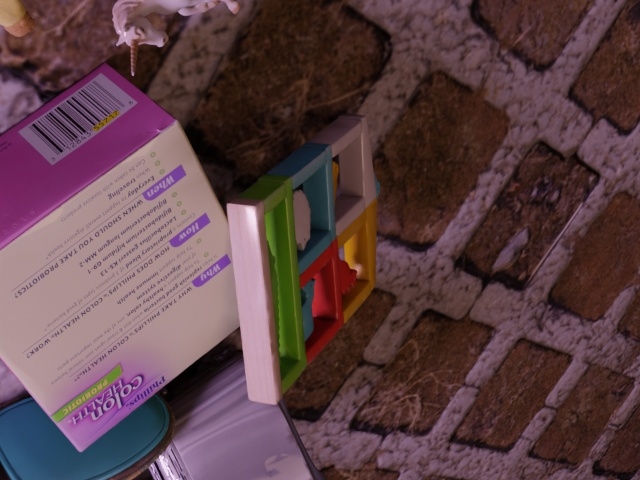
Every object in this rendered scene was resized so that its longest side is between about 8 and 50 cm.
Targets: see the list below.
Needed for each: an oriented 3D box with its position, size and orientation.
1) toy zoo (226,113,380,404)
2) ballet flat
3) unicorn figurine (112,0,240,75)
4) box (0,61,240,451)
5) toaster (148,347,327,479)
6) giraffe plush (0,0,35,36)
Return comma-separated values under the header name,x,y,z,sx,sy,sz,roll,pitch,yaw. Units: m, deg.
name,x,y,z,sx,sy,sz,roll,pitch,yaw
toy zoo,0.000,0.000,1.072,0.293,0.030,0.192,-43,135,-56
ballet flat,-0.300,0.223,1.016,0.349,0.123,0.123,-19,132,-34
unicorn figurine,-0.109,-0.210,0.891,0.111,0.060,0.161,-1,104,-43
box,-0.190,0.018,0.939,0.213,0.117,0.243,-39,139,-15
toaster,-0.090,0.232,1.153,0.146,0.129,0.227,-27,97,-18
giraffe plush,-0.249,-0.217,0.678,0.181,0.210,0.170,28,66,-40
